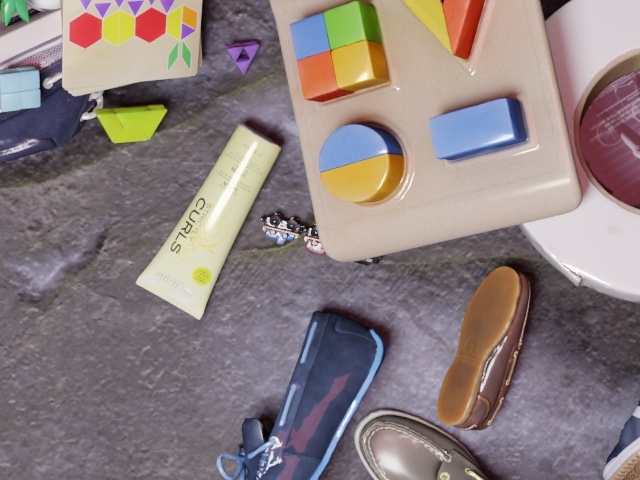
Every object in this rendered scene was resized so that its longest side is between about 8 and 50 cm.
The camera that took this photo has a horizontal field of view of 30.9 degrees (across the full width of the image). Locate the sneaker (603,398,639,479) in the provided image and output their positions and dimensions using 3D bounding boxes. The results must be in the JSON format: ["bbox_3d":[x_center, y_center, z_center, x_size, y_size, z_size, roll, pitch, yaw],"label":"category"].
[{"bbox_3d":[0.421,0.173,1.396,0.099,0.153,0.282,13,129,-27],"label":"sneaker"}]

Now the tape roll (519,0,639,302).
[{"bbox_3d":[0.396,-0.117,1.341,0.391,0.072,0.392,-2,80,11],"label":"tape roll"}]

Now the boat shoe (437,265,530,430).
[{"bbox_3d":[0.209,0.134,1.417,0.073,0.073,0.207,17,98,-37],"label":"boat shoe"}]

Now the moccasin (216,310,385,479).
[{"bbox_3d":[-0.044,0.245,1.411,0.116,0.138,0.342,29,79,5],"label":"moccasin"}]

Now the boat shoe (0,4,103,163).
[{"bbox_3d":[-0.288,-0.223,1.401,0.340,0.127,0.158,-25,125,-10],"label":"boat shoe"}]

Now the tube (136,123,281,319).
[{"bbox_3d":[-0.130,-0.025,1.423,0.070,0.062,0.240,38,101,40],"label":"tube"}]

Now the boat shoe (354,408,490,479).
[{"bbox_3d":[0.167,0.322,1.411,0.305,0.091,0.109,42,93,-1],"label":"boat shoe"}]

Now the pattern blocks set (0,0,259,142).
[{"bbox_3d":[-0.213,-0.246,1.332,0.324,0.026,0.285,-3,121,-33],"label":"pattern blocks set"}]

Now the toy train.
[{"bbox_3d":[0.000,0.000,1.434,0.158,0.027,0.036,16,104,1],"label":"toy train"}]

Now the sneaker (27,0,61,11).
[{"bbox_3d":[-0.290,-0.404,1.282,0.111,0.129,0.297,12,94,1],"label":"sneaker"}]

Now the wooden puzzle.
[{"bbox_3d":[0.104,-0.168,1.320,0.322,0.080,0.348,-13,90,26],"label":"wooden puzzle"}]

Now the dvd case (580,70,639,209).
[{"bbox_3d":[0.403,-0.121,1.417,0.164,0.018,0.221,-32,91,3],"label":"dvd case"}]
